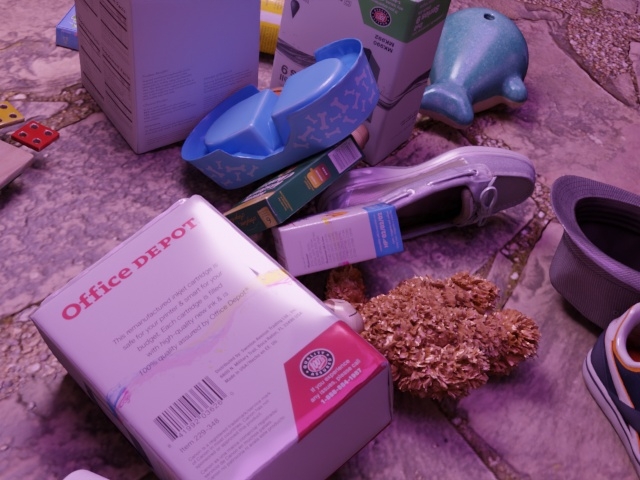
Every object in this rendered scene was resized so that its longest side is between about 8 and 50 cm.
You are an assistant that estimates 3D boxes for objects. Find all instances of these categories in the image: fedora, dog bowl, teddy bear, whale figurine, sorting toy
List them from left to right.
[{"bbox_3d":[-0.454,-0.089,1.374,0.132,0.046,0.274,23,40,11],"label":"sorting toy"},{"bbox_3d":[-0.050,-0.162,1.437,0.074,0.297,0.166,51,34,-25],"label":"dog bowl"},{"bbox_3d":[0.103,0.103,1.268,0.337,0.113,0.245,1,38,-17],"label":"teddy bear"},{"bbox_3d":[0.243,-0.287,1.762,0.216,0.141,0.272,25,41,12],"label":"whale figurine"},{"bbox_3d":[0.401,0.039,1.416,0.275,0.124,0.244,18,33,-7],"label":"fedora"}]

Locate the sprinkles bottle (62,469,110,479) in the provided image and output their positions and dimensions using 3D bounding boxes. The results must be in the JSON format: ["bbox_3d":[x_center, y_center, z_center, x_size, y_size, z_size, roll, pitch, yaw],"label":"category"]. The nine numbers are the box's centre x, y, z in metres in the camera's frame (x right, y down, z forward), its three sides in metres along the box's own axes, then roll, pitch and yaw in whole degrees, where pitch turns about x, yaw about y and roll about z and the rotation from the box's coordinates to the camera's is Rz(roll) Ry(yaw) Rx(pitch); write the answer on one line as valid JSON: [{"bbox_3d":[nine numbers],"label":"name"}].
[{"bbox_3d":[-0.082,0.323,0.930,0.355,0.121,0.121,23,39,9],"label":"sprinkles bottle"}]

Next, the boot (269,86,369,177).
[{"bbox_3d":[-0.045,-0.145,1.558,0.197,0.073,0.152,22,48,26],"label":"boot"}]

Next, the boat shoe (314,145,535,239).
[{"bbox_3d":[0.154,-0.049,1.472,0.320,0.118,0.103,-7,51,-19],"label":"boat shoe"}]

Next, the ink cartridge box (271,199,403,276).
[{"bbox_3d":[0.000,0.000,1.330,0.181,0.062,0.104,-13,7,-9],"label":"ink cartridge box"}]

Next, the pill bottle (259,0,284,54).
[{"bbox_3d":[-0.056,-0.362,1.777,0.208,0.119,0.119,13,38,-3],"label":"pill bottle"}]

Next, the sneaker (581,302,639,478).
[{"bbox_3d":[0.417,0.209,1.227,0.126,0.128,0.321,-7,45,-27],"label":"sneaker"}]

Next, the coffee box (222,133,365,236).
[{"bbox_3d":[-0.036,-0.069,1.383,0.184,0.113,0.040,-40,104,-38],"label":"coffee box"}]

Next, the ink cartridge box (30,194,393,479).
[{"bbox_3d":[-0.108,0.128,1.096,0.226,0.131,0.306,-37,56,-19],"label":"ink cartridge box"}]

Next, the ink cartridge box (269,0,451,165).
[{"bbox_3d":[0.053,-0.286,1.584,0.211,0.289,0.121,30,44,19],"label":"ink cartridge box"}]

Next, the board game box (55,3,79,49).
[{"bbox_3d":[-0.319,-0.363,1.758,0.160,0.039,0.211,15,38,1],"label":"board game box"}]

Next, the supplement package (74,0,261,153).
[{"bbox_3d":[-0.218,-0.304,1.519,0.199,0.263,0.198,-21,50,-26],"label":"supplement package"}]
